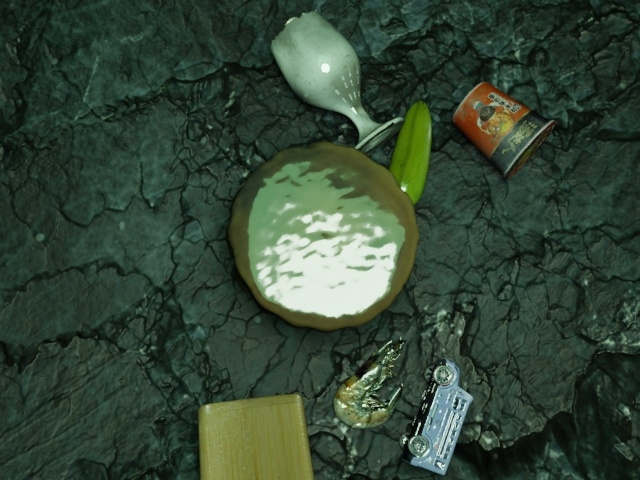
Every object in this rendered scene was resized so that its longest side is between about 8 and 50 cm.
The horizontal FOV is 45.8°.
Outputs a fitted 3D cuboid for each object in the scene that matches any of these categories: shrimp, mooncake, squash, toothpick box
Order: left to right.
[{"bbox_3d":[-0.077,0.381,1.013,0.188,0.190,0.308,-7,51,-5],"label":"toothpick box"},{"bbox_3d":[0.000,0.000,1.161,0.291,0.161,0.290,1,78,-3],"label":"mooncake"},{"bbox_3d":[0.091,0.225,1.183,0.091,0.034,0.161,41,83,-6],"label":"shrimp"},{"bbox_3d":[0.150,-0.142,1.258,0.066,0.066,0.201,13,69,-1],"label":"squash"}]

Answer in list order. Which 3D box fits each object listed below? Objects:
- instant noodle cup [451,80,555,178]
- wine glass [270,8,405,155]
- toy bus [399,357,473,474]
[{"bbox_3d":[0.297,-0.190,1.256,0.136,0.127,0.127,43,77,14],"label":"instant noodle cup"},{"bbox_3d":[0.025,-0.253,1.243,0.126,0.126,0.241,-35,84,-11],"label":"wine glass"},{"bbox_3d":[0.181,0.266,1.156,0.076,0.073,0.167,23,79,-2],"label":"toy bus"}]
